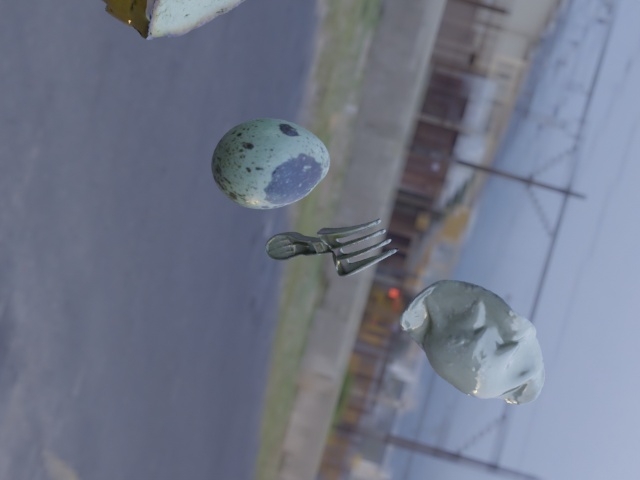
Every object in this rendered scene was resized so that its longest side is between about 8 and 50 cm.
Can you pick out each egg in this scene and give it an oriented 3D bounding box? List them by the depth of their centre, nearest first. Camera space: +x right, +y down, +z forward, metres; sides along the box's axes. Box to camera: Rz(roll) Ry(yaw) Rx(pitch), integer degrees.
[{"bbox_3d":[-0.046,-0.071,1.671,0.085,0.110,0.085,2,90,-84],"label":"egg"}]

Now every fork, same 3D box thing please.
[{"bbox_3d":[-0.005,0.004,1.195,0.028,0.034,0.219,-38,-169,-16],"label":"fork"}]

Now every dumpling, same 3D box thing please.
[{"bbox_3d":[0.187,0.109,2.035,0.100,0.169,0.134,-27,159,-45],"label":"dumpling"}]

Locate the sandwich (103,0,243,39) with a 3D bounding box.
[{"bbox_3d":[-0.097,-0.351,1.749,0.271,0.099,0.301,-33,154,-50],"label":"sandwich"}]
